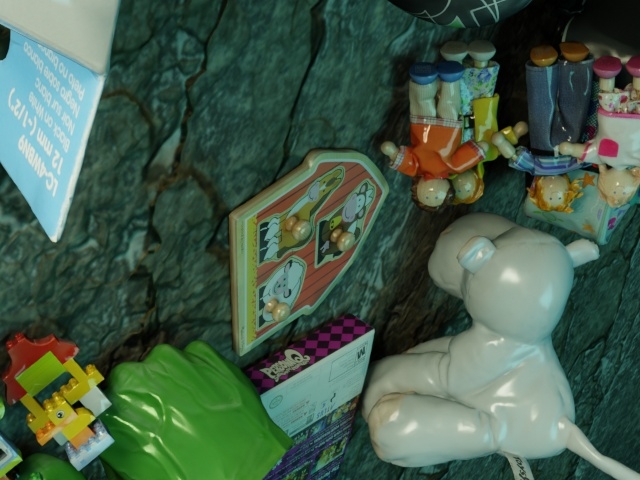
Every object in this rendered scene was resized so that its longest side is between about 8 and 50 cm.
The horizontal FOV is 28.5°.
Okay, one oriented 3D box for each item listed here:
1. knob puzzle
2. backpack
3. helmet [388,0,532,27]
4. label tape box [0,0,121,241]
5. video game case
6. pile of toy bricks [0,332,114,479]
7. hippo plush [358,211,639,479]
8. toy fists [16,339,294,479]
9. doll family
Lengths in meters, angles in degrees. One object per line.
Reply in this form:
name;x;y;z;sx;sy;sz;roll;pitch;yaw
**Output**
knob puzzle;0.000;0.000;1.118;0.213;0.030;0.213;-37;145;-31
backpack;0.304;-0.126;1.281;0.225;0.191;0.254;-55;164;-47
helmet;0.100;-0.230;0.898;0.169;0.161;0.169;-37;145;-31
label tape box;-0.151;-0.206;0.441;0.115;0.249;0.348;-2;123;-35
video game case;-0.052;0.200;1.228;0.232;0.042;0.210;-27;140;-41
pile of toy bricks;-0.245;0.146;0.849;0.212;0.118;0.105;-40;110;-8
hippo plush;0.158;0.098;1.276;0.234;0.294;0.237;-7;110;-16
toy fists;-0.159;0.196;0.971;0.279;0.142;0.096;-44;180;-20
doll family;0.186;-0.098;1.151;0.118;0.262;0.163;-86;175;-61
